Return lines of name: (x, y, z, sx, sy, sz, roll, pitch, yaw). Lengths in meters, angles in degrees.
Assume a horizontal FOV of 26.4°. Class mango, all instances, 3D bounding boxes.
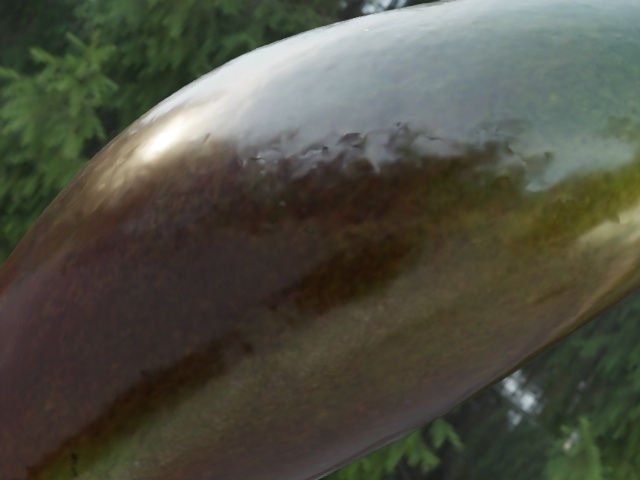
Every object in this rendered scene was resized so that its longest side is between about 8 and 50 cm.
mango: (0.000, 0.000, 0.393, 0.111, 0.267, 0.133, 60, 6, -23)
